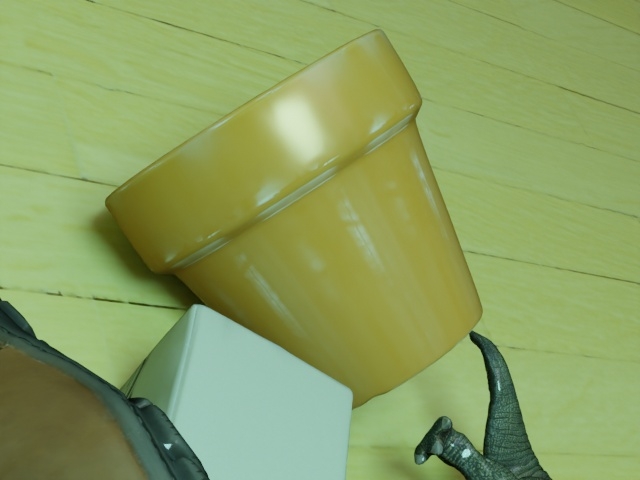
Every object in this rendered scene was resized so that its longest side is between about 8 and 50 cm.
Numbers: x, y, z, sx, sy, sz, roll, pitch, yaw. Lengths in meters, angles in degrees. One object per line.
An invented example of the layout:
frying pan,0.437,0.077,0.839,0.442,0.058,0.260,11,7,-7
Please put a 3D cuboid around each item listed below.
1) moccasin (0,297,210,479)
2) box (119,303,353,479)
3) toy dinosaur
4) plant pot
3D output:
moccasin,-0.128,0.104,0.437,0.147,0.139,0.380,-34,40,-23
box,-0.060,0.168,0.592,0.113,0.094,0.275,32,34,-17
toy dinosaur,0.117,0.203,0.746,0.160,0.121,0.313,33,28,-36
plant pot,0.000,0.000,0.775,0.188,0.205,0.205,58,33,-4
